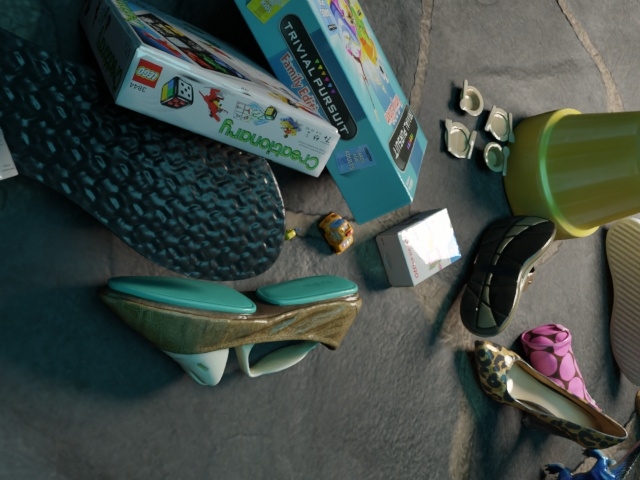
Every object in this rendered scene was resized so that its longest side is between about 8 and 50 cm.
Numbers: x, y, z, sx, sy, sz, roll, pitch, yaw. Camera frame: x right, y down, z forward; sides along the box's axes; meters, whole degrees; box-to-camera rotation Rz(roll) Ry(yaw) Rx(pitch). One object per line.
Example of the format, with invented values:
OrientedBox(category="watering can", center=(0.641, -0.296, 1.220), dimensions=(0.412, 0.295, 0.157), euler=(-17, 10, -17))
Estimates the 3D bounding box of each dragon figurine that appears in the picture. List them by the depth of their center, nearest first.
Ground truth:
OrientedBox(category="dragon figurine", center=(0.491, 0.451, 1.048), dimensions=(0.085, 0.289, 0.144), euler=(48, 22, -26))

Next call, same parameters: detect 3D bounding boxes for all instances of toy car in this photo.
OrientedBox(category="toy car", center=(0.000, 0.000, 0.824), dimensions=(0.122, 0.041, 0.060), euler=(-20, 98, -37))

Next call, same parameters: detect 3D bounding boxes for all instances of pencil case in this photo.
OrientedBox(category="pencil case", center=(0.452, 0.257, 1.106), dimensions=(0.098, 0.095, 0.209), euler=(-23, 104, -1))

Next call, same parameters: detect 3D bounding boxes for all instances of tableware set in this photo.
OrientedBox(category="tableware set", center=(0.290, -0.197, 1.065), dimensions=(0.169, 0.020, 0.140), euler=(22, 71, -26))

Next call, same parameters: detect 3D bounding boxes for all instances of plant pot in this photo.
OrientedBox(category="plant pot", center=(0.514, -0.133, 1.098), dimensions=(0.254, 0.239, 0.253), euler=(4, 83, -37))

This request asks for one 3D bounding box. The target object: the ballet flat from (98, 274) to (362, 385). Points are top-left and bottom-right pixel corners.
OrientedBox(category="ballet flat", center=(-0.095, 0.108, 0.716), dimensions=(0.343, 0.116, 0.124), euler=(2, 104, -40))

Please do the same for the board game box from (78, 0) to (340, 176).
OrientedBox(category="board game box", center=(-0.128, -0.174, 0.601), dimensions=(0.193, 0.305, 0.053), euler=(16, 111, -34))

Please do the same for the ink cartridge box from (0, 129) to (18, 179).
OrientedBox(category="ink cartridge box", center=(-0.342, -0.110, 0.495), dimensions=(0.109, 0.063, 0.150), euler=(-18, 105, -10))

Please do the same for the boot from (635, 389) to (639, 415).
OrientedBox(category="boot", center=(0.828, 0.463, 1.290), dimensions=(0.104, 0.211, 0.294), euler=(-24, 100, -35))

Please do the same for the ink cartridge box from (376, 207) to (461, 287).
OrientedBox(category="ink cartridge box", center=(0.155, 0.011, 0.932), dimensions=(0.123, 0.052, 0.088), euler=(-26, 101, -34))

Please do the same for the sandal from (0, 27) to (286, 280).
OrientedBox(category="sandal", center=(-0.231, -0.104, 0.618), dimensions=(0.446, 0.107, 0.167), euler=(29, 90, -19))

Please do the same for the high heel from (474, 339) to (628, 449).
OrientedBox(category="high heel", center=(0.384, 0.252, 0.994), dimensions=(0.261, 0.186, 0.093), euler=(48, 60, -23))

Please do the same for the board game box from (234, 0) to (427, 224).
OrientedBox(category="board game box", center=(0.026, -0.223, 0.768), dimensions=(0.335, 0.079, 0.253), euler=(59, 25, -16))

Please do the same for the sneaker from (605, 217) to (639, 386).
OrientedBox(category="sneaker", center=(0.729, 0.133, 1.297), dimensions=(0.150, 0.135, 0.365), euler=(3, 85, -33))

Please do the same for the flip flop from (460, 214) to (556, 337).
OrientedBox(category="flip flop", center=(0.326, 0.060, 1.032), dimensions=(0.277, 0.112, 0.080), euler=(-58, 143, -28))
